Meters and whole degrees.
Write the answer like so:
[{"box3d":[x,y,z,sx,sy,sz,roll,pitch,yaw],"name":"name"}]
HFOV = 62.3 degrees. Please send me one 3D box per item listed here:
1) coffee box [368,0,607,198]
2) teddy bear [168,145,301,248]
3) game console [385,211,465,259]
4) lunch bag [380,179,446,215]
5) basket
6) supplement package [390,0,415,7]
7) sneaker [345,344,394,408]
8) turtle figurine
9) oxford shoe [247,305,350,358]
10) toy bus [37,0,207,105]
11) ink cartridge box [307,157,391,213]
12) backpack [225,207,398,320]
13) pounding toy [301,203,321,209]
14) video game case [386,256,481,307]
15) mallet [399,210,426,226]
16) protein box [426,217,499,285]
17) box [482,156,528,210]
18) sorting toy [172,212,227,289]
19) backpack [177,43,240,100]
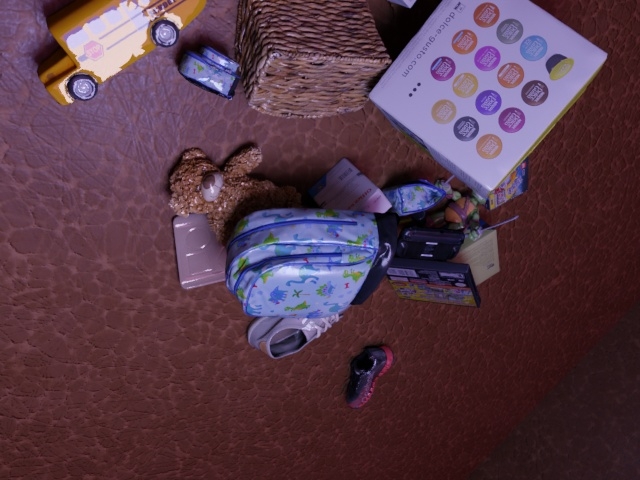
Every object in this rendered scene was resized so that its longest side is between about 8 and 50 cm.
[{"box3d":[0.367,-0.328,1.212,0.337,0.334,0.338,-51,169,11],"name":"coffee box"},{"box3d":[-0.187,-0.093,1.266,0.245,0.113,0.338,-48,127,-2],"name":"teddy bear"},{"box3d":[0.231,0.014,1.499,0.361,0.044,0.213,4,134,-16],"name":"game console"},{"box3d":[0.261,-0.123,1.511,0.151,0.129,0.096,-9,95,-21],"name":"lunch bag"},{"box3d":[-0.033,-0.413,1.164,0.299,0.223,0.213,-7,158,-27],"name":"basket"},{"box3d":[0.188,-0.641,1.100,0.134,0.139,0.244,27,105,-42],"name":"supplement package"},{"box3d":[0.151,0.495,1.926,0.135,0.097,0.276,16,111,-38],"name":"sneaker"},{"box3d":[0.391,-0.079,1.595,0.266,0.274,0.198,-41,99,7],"name":"turtle figurine"},{"box3d":[-0.005,0.224,1.617,0.449,0.130,0.169,-28,130,-12],"name":"oxford shoe"},{"box3d":[-0.370,-0.390,0.965,0.333,0.108,0.130,-35,133,-4],"name":"toy bus"},{"box3d":[0.072,-0.110,1.377,0.139,0.190,0.082,-42,134,3],"name":"ink cartridge box"},{"box3d":[-0.039,0.050,1.209,0.356,0.273,0.290,17,141,-11],"name":"backpack"},{"box3d":[0.001,0.008,1.486,0.206,0.094,0.181,7,118,-34],"name":"pounding toy"},{"box3d":[0.349,0.132,1.673,0.248,0.275,0.035,54,47,-51],"name":"video game case"},{"box3d":[0.225,-0.047,1.585,0.190,0.039,0.062,-16,154,17],"name":"mallet"},{"box3d":[0.471,0.050,1.770,0.200,0.136,0.201,-31,132,-9],"name":"protein box"},{"box3d":[0.592,-0.225,1.707,0.159,0.044,0.233,-28,132,-11],"name":"box"},{"box3d":[-0.276,0.014,1.367,0.193,0.038,0.208,-13,123,-23],"name":"sorting toy"},{"box3d":[-0.228,-0.351,1.084,0.114,0.105,0.084,17,104,-30],"name":"backpack"}]
